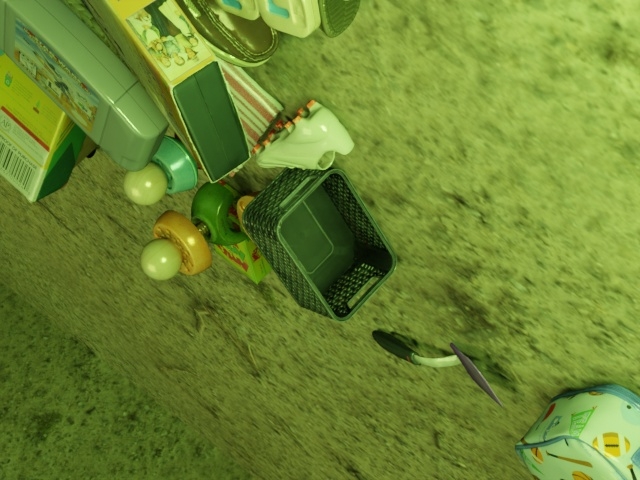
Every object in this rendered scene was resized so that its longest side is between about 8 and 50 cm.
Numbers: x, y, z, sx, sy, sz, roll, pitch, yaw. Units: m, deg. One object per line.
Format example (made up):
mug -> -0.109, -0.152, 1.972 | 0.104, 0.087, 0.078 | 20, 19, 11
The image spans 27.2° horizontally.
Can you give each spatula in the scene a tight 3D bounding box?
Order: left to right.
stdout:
spatula -> 0.153, 0.164, 1.844 | 0.296, 0.030, 0.084 | 14, 144, 57

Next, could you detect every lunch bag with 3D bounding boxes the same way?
lunch bag -> 0.383, 0.306, 1.545 | 0.303, 0.115, 0.243 | 46, 159, -1

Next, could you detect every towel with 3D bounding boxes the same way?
towel -> -0.129, -0.173, 1.688 | 0.144, 0.029, 0.197 | 43, 148, 0

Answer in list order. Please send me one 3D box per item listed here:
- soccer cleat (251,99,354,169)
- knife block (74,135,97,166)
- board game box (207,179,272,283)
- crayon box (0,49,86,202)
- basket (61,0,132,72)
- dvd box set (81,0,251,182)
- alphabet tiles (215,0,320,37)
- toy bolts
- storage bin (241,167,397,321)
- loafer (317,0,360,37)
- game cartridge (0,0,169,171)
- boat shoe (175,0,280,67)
soccer cleat -> -0.025, -0.110, 1.584 | 0.076, 0.068, 0.196 | 45, 159, -10
knife block -> -0.409, -0.191, 2.212 | 0.088, 0.242, 0.276 | 44, 116, -3
board game box -> -0.129, -0.014, 2.032 | 0.092, 0.043, 0.181 | 36, 159, 23
crayon box -> -0.432, -0.238, 1.985 | 0.202, 0.081, 0.318 | 41, 130, 12
basket -> -0.296, -0.290, 1.702 | 0.167, 0.103, 0.113 | 37, 161, 19
dvd box set -> -0.229, -0.281, 1.435 | 0.420, 0.062, 0.307 | 54, 174, 15
alphabet tiles -> -0.071, -0.324, 1.192 | 0.278, 0.021, 0.284 | 25, 140, 39
toy bolts -> -0.168, -0.041, 1.816 | 0.218, 0.158, 0.228 | 16, 135, 44
storage bin -> 0.000, 0.000, 1.672 | 0.084, 0.122, 0.180 | 19, 148, 51
loafer -> -0.001, -0.259, 1.241 | 0.050, 0.056, 0.148 | 30, 147, 38
game cartridge -> -0.314, -0.219, 1.649 | 0.297, 0.062, 0.198 | 45, 166, -1
boat shoe -> -0.124, -0.290, 1.365 | 0.257, 0.095, 0.095 | 51, 156, -17
